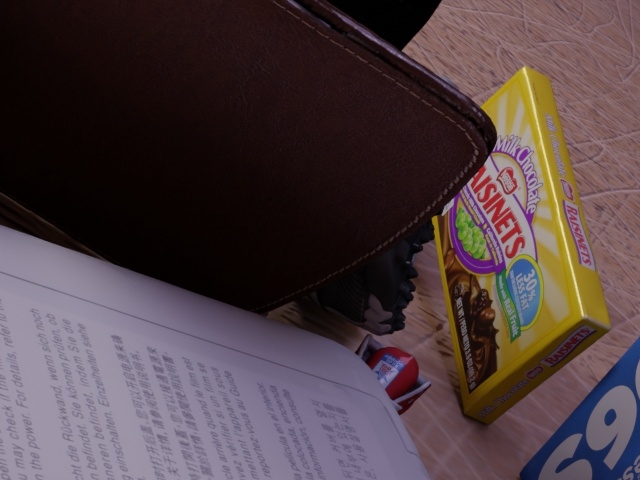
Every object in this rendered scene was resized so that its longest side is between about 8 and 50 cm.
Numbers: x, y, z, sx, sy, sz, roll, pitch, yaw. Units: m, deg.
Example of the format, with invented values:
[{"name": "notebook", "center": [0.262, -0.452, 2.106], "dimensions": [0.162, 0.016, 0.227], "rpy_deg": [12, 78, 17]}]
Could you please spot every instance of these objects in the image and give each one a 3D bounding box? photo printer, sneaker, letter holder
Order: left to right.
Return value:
[{"name": "photo printer", "center": [-0.088, 0.105, 0.565], "dimensions": [0.307, 0.107, 0.256], "rpy_deg": [21, 28, -34]}, {"name": "letter holder", "center": [-0.037, -0.100, 0.747], "dimensions": [0.214, 0.302, 0.152], "rpy_deg": [35, 64, -11]}, {"name": "sneaker", "center": [0.000, 0.000, 0.875], "dimensions": [0.106, 0.078, 0.234], "rpy_deg": [18, -4, -1]}, {"name": "sneaker", "center": [0.014, 0.086, 0.804], "dimensions": [0.042, 0.067, 0.118], "rpy_deg": [39, 22, 2]}]

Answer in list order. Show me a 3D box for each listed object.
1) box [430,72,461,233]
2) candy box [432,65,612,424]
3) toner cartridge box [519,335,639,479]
[{"name": "box", "center": [0.053, -0.072, 1.189], "dimensions": [0.233, 0.044, 0.159], "rpy_deg": [11, 36, -48]}, {"name": "candy box", "center": [0.113, -0.001, 1.009], "dimensions": [0.027, 0.105, 0.206], "rpy_deg": [26, 39, -31]}, {"name": "toner cartridge box", "center": [0.241, 0.062, 0.825], "dimensions": [0.075, 0.348, 0.165], "rpy_deg": [28, 24, -21]}]
